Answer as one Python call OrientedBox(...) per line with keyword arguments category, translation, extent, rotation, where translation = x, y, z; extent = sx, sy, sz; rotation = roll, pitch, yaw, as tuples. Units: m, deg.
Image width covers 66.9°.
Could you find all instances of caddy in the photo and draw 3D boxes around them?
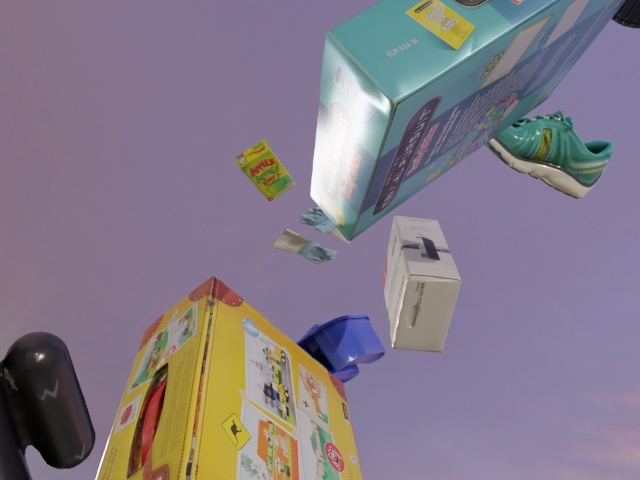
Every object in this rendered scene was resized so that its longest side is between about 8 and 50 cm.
OrientedBox(category="caddy", translation=(0.043, 0.329, 1.488), extent=(0.241, 0.179, 0.341), rotation=(-41, -25, 19))

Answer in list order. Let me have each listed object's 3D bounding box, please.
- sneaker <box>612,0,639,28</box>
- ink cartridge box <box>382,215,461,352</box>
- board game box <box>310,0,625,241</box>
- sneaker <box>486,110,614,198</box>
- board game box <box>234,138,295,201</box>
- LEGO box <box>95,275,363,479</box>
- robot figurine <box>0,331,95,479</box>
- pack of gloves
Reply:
OrientedBox(category="sneaker", translation=(0.397, -0.283, 0.565), extent=(0.144, 0.059, 0.053), rotation=(15, -16, 2))
OrientedBox(category="ink cartridge box", translation=(0.220, 0.092, 1.109), extent=(0.114, 0.272, 0.196), rotation=(6, -61, 0))
OrientedBox(category="board game box", translation=(0.148, -0.163, 0.479), extent=(0.079, 0.336, 0.253), rotation=(51, -16, 14))
OrientedBox(category="sneaker", translation=(0.363, -0.170, 0.810), extent=(0.276, 0.107, 0.110), rotation=(19, -58, -17))
OrientedBox(category="board game box", translation=(-0.146, -0.185, 1.315), extent=(0.092, 0.043, 0.181), rotation=(-32, -31, 4))
OrientedBox(category="LEGO box", translation=(-0.111, 0.347, 0.722), extent=(0.193, 0.500, 0.372), rotation=(-38, -64, 14))
OrientedBox(category="robot figurine", translation=(-0.262, 0.147, 0.265), extent=(0.174, 0.209, 0.278), rotation=(2, -67, 8))
OrientedBox(category="pack of gloves", translation=(0.000, 0.000, 1.481), extent=(0.232, 0.046, 0.195), rotation=(22, -59, -38))
